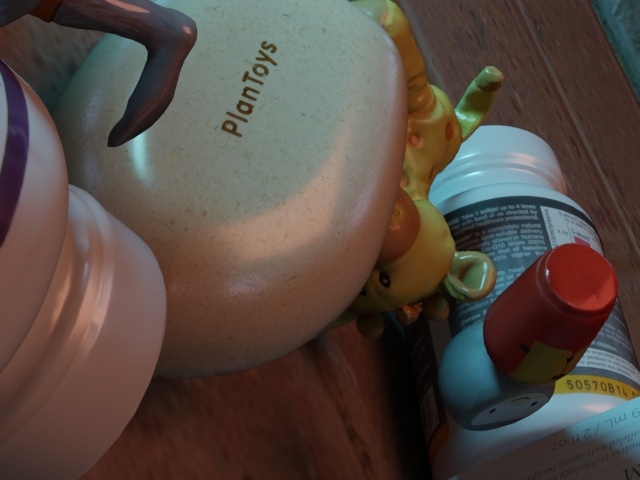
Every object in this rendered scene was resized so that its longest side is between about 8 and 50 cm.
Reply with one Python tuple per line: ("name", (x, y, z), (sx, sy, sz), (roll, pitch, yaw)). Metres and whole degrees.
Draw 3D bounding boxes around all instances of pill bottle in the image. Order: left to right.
("pill bottle", (-0.192, -0.021, 0.496), (0.301, 0.169, 0.169), (41, 31, -42))
("pill bottle", (0.141, 0.059, 1.119), (0.162, 0.162, 0.278), (39, 32, -43))

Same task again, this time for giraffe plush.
("giraffe plush", (0.026, -0.029, 0.984), (0.210, 0.181, 0.170), (18, 58, -36))

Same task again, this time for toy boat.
("toy boat", (0.000, 0.000, 0.832), (0.318, 0.148, 0.267), (28, 54, -1))

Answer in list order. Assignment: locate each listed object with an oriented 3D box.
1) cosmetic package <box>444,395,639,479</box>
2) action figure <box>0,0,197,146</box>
("cosmetic package", (0.156, 0.238, 0.864), (0.138, 0.224, 0.224), (43, 29, -40))
("action figure", (-0.170, -0.198, 0.677), (0.330, 0.178, 0.341), (48, 12, 11))
